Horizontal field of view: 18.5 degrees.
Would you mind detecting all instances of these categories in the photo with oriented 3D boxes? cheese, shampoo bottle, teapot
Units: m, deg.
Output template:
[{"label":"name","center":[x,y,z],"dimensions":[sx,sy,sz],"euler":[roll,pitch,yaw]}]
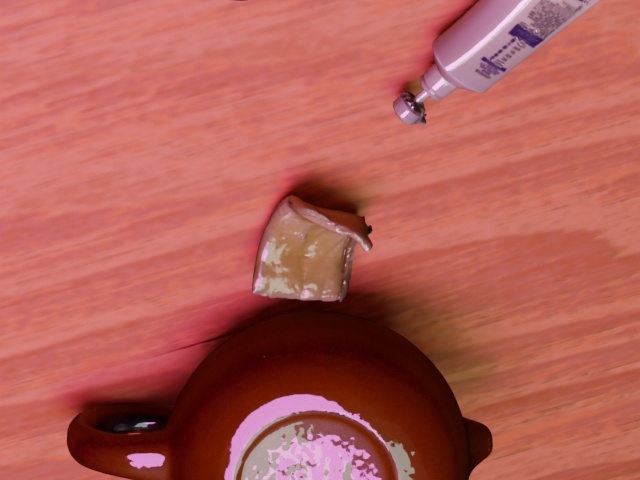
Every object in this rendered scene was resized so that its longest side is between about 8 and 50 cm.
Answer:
[{"label":"cheese","center":[0.000,-0.002,1.086],"dimensions":[0.060,0.041,0.084],"euler":[8,149,-18]},{"label":"shampoo bottle","center":[0.090,-0.107,1.007],"dimensions":[0.141,0.034,0.049],"euler":[-40,142,24]},{"label":"teapot","center":[-0.023,0.121,1.162],"dimensions":[0.252,0.135,0.178],"euler":[4,103,1]}]
